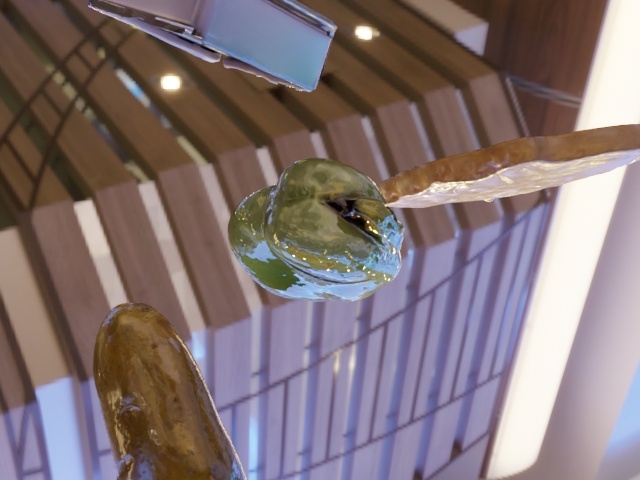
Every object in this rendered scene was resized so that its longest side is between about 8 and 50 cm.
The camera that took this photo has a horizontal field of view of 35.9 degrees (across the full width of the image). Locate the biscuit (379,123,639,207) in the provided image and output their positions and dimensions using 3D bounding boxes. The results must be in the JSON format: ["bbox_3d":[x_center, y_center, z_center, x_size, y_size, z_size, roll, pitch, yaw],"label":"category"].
[{"bbox_3d":[0.297,-0.102,1.503,0.365,0.062,0.385,-8,176,-27],"label":"biscuit"}]

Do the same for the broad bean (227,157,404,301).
[{"bbox_3d":[0.000,0.000,0.933,0.169,0.228,0.100,23,-109,-22],"label":"broad bean"}]

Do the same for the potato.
[{"bbox_3d":[-0.195,0.257,1.262,0.176,0.369,0.195,-15,-177,4],"label":"potato"}]

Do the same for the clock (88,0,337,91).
[{"bbox_3d":[-0.095,-0.205,0.909,0.144,0.073,0.193,23,-174,33],"label":"clock"}]
